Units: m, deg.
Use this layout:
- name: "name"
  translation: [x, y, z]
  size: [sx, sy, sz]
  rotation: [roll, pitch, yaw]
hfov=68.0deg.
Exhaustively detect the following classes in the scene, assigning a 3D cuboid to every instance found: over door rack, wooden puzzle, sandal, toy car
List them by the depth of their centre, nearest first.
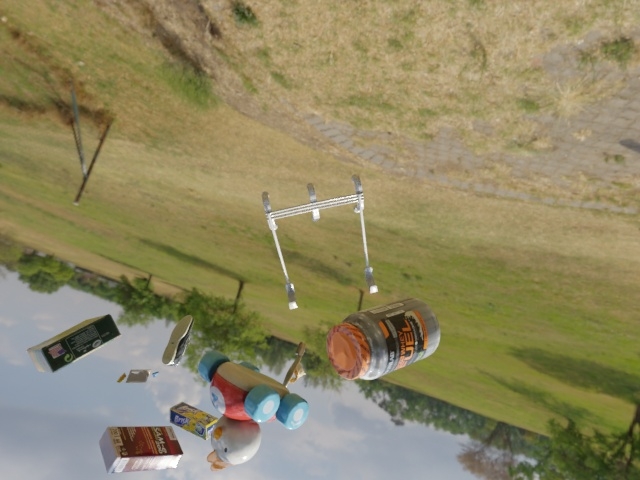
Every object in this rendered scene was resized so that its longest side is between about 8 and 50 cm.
- name: "toy car"
  translation: [-0.190, 0.410, 1.063]
  size: [0.219, 0.238, 0.210]
  rotation: [18, 167, 42]
- name: "over door rack"
  translation: [0.000, 0.000, 1.181]
  size: [0.239, 0.325, 0.108]
  rotation: [-12, -148, 0]
- name: "wooden puzzle"
  translation: [-0.611, 0.453, 1.589]
  size: [0.116, 0.079, 0.014]
  rotation: [18, -151, -38]
- name: "sandal"
  translation: [-0.101, 0.613, 2.279]
  size: [0.079, 0.240, 0.088]
  rotation: [25, 169, -13]

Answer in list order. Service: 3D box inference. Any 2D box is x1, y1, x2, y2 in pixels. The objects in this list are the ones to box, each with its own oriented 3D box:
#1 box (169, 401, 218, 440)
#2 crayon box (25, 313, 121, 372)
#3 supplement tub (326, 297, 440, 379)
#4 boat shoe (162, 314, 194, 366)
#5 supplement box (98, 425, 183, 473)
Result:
- name: "box"
  translation: [-0.417, 0.589, 1.554]
  size: [0.168, 0.054, 0.059]
  rotation: [10, -167, 30]
- name: "crayon box"
  translation: [-0.764, 0.315, 1.456]
  size: [0.202, 0.081, 0.318]
  rotation: [-30, -171, -39]
- name: "supplement tub"
  translation: [0.184, 0.287, 1.387]
  size: [0.315, 0.194, 0.193]
  rotation: [-9, -173, -38]
- name: "boat shoe"
  translation: [-0.626, 0.449, 2.125]
  size: [0.084, 0.233, 0.079]
  rotation: [6, 156, 35]
- name: "supplement box"
  translation: [-0.591, 0.688, 1.570]
  size: [0.239, 0.073, 0.130]
  rotation: [23, -166, -45]
